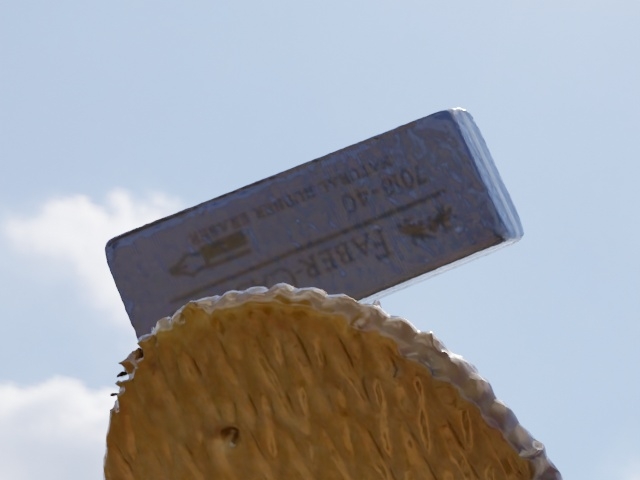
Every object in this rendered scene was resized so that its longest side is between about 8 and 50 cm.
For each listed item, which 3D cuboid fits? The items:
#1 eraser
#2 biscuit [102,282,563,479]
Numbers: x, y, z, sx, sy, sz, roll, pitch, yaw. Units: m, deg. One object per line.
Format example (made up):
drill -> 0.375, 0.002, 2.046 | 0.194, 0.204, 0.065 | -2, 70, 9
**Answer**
eraser -> 0.000, 0.000, 1.003 | 0.225, 0.082, 0.036 | -21, -7, -11
biscuit -> 0.007, 0.136, 0.840 | 0.254, 0.035, 0.254 | 13, -62, 26
